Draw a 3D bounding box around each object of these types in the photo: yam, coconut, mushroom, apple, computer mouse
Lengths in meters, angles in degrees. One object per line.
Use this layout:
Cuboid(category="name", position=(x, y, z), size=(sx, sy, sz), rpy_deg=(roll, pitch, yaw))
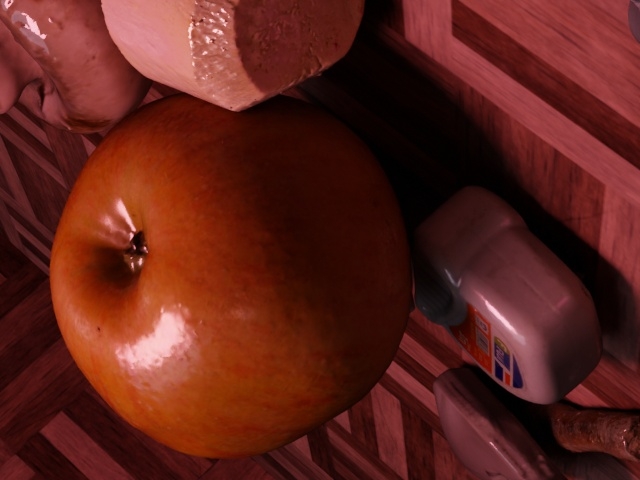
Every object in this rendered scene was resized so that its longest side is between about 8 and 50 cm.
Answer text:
Cuboid(category="yam", position=(0.321, 0.227, 2.190), size=(0.061, 0.061, 0.253), rpy_deg=(52, 163, -15))
Cuboid(category="coconut", position=(-0.098, -0.259, 1.847), size=(0.244, 0.239, 0.239), rpy_deg=(27, 154, 42))
Cuboid(category="mushroom", position=(-0.381, -0.278, 2.325), size=(0.362, 0.294, 0.362), rpy_deg=(42, 164, 15))
Cuboid(category="apple", position=(-0.103, 0.035, 1.951), size=(0.400, 0.333, 0.400), rpy_deg=(12, 107, 43))
Cuboid(category="computer mouse", position=(0.224, 0.266, 2.346), size=(0.197, 0.095, 0.331), rpy_deg=(46, 180, -9))

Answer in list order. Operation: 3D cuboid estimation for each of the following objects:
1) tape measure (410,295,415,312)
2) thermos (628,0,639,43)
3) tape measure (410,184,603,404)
Cuboid(category="tape measure", position=(0.000, 0.000, 2.210), size=(0.265, 0.130, 0.258), rpy_deg=(127, 120, -75))
Cuboid(category="thermos", position=(0.350, -0.126, 1.265), size=(0.182, 0.145, 0.286), rpy_deg=(17, -169, -45))
Cuboid(category="tape measure", position=(0.203, 0.059, 1.999), size=(0.246, 0.125, 0.243), rpy_deg=(43, 169, 19))
